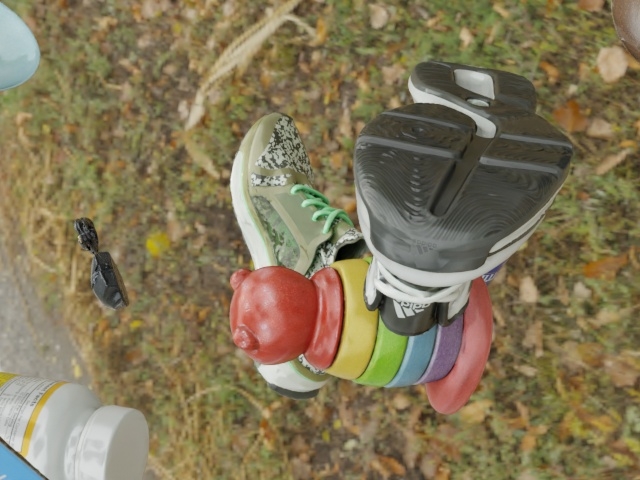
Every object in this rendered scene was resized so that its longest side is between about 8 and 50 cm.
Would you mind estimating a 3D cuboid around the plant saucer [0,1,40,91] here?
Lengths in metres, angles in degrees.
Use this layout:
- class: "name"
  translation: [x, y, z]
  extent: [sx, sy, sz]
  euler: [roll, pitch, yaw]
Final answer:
- class: "plant saucer"
  translation: [-0.394, -0.207, 1.033]
  extent: [0.037, 0.195, 0.195]
  euler: [-56, 48, 36]

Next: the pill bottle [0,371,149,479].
- class: "pill bottle"
  translation: [-0.272, 0.184, 0.915]
  extent: [0.208, 0.117, 0.117]
  euler: [5, 90, 16]

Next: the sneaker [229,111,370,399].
- class: "sneaker"
  translation: [0.000, 0.000, 1.351]
  extent: [0.182, 0.158, 0.410]
  euler: [-23, 67, 34]

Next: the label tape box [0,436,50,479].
- class: "label tape box"
  translation: [-0.306, 0.097, 0.455]
  extent: [0.334, 0.240, 0.106]
  euler: [-30, 31, 12]

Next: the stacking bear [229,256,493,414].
- class: "stacking bear"
  translation: [0.036, 0.094, 1.148]
  extent: [0.164, 0.289, 0.175]
  euler: [121, 150, -54]

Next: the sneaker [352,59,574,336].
- class: "sneaker"
  translation: [0.117, 0.005, 0.899]
  extent: [0.169, 0.447, 0.257]
  euler: [11, 113, 8]

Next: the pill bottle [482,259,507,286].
- class: "pill bottle"
  translation: [0.187, 0.022, 1.461]
  extent: [0.153, 0.153, 0.264]
  euler: [58, 133, 35]

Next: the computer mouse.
- class: "computer mouse"
  translation: [-0.299, 0.035, 1.318]
  extent: [0.242, 0.041, 0.071]
  euler: [86, 164, -64]

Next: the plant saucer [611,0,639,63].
- class: "plant saucer"
  translation: [0.356, -0.210, 0.856]
  extent: [0.198, 0.199, 0.036]
  euler: [-45, 21, 36]
